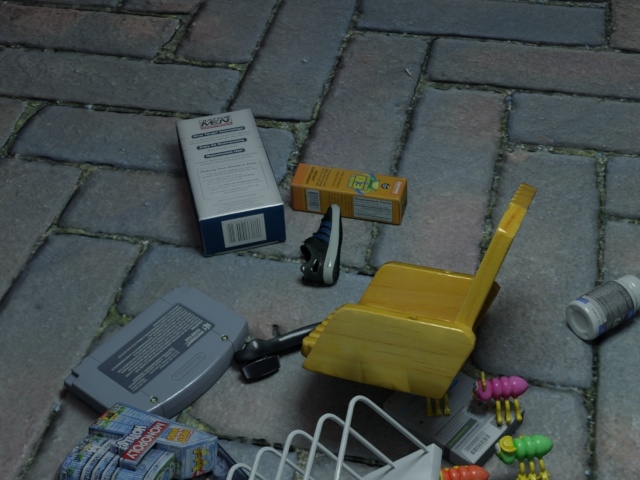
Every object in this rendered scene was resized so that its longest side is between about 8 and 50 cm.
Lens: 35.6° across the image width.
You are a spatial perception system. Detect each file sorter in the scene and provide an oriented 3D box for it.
[{"bbox_3d":[0.001,0.366,1.367,0.278,0.173,0.193,-35,24,34],"label":"file sorter"}]

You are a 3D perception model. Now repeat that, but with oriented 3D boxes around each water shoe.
[{"bbox_3d":[0.000,0.000,1.957,0.080,0.073,0.203,-1,42,6],"label":"water shoe"}]

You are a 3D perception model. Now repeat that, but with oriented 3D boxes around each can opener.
[{"bbox_3d":[-0.069,0.185,1.779,0.186,0.073,0.059,-23,7,-25],"label":"can opener"}]

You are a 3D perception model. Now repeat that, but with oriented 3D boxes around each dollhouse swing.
[{"bbox_3d":[0.164,0.047,1.625,0.315,0.305,0.347,11,15,15],"label":"dollhouse swing"}]

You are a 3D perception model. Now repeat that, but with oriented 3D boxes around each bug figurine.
[{"bbox_3d":[0.240,0.289,1.565,0.216,0.072,0.279,-8,42,-5],"label":"bug figurine"}]

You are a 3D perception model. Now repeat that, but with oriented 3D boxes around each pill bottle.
[{"bbox_3d":[0.516,0.117,1.789,0.137,0.078,0.078,-25,46,-22],"label":"pill bottle"}]

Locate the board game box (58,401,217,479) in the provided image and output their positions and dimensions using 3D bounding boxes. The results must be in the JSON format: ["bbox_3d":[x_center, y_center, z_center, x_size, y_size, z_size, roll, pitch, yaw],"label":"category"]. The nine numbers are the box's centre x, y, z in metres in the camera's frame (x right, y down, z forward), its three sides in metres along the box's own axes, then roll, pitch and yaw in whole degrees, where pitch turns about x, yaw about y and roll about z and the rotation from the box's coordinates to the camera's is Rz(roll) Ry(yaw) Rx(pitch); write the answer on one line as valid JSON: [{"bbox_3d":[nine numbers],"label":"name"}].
[{"bbox_3d":[-0.266,0.327,1.522,0.194,0.060,0.194,8,16,13],"label":"board game box"}]

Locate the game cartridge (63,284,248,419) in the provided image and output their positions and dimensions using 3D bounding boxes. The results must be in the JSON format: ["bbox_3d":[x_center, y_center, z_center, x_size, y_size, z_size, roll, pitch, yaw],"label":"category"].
[{"bbox_3d":[-0.277,0.209,1.759,0.198,0.062,0.297,31,52,26],"label":"game cartridge"}]

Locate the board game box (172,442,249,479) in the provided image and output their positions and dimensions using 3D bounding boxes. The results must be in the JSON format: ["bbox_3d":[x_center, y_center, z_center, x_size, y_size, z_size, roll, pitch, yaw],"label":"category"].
[{"bbox_3d":[-0.209,0.431,1.513,0.243,0.042,0.165,-30,48,-27],"label":"board game box"}]

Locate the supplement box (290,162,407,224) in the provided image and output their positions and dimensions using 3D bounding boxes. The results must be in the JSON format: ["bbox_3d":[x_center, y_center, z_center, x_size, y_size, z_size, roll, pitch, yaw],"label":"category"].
[{"bbox_3d":[0.060,-0.097,2.057,0.233,0.080,0.078,10,46,11],"label":"supplement box"}]

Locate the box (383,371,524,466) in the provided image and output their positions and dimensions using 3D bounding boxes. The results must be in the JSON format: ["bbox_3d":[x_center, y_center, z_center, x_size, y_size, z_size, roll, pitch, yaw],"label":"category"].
[{"bbox_3d":[0.219,0.286,1.652,0.186,0.038,0.145,30,51,30],"label":"box"}]

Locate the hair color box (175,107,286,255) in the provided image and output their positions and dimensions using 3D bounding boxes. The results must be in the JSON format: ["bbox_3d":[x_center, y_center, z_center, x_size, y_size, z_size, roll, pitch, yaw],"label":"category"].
[{"bbox_3d":[-0.192,-0.129,2.087,0.174,0.105,0.347,-11,43,-9],"label":"hair color box"}]

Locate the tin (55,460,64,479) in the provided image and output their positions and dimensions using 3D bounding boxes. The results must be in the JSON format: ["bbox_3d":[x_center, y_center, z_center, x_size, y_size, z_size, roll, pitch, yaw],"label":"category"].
[{"bbox_3d":[-0.343,0.380,1.545,0.106,0.040,0.190,-29,29,-18],"label":"tin"}]
